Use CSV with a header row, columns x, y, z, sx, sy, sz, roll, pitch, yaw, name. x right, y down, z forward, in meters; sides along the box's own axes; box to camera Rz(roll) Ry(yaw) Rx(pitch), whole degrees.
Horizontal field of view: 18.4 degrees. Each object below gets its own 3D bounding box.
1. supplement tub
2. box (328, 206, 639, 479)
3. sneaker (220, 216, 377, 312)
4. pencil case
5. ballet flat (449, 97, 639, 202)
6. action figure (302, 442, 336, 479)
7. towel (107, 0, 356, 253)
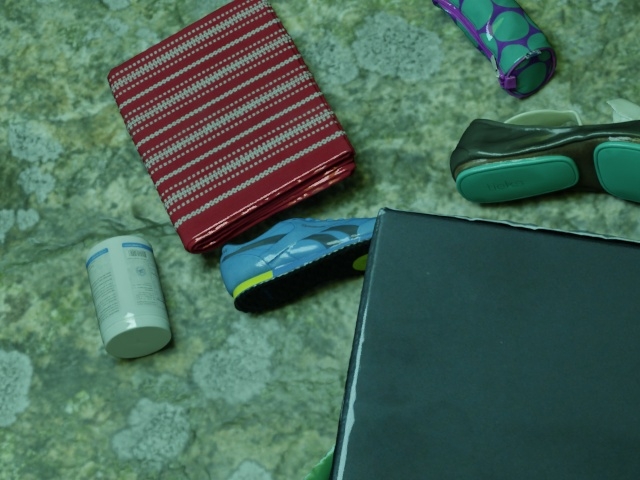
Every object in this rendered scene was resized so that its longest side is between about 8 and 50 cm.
x,y,z,sx,sy,sz,roll,pitch,yaw,name
-0.192,0.056,1.968,0.071,0.071,0.107,-17,62,5,supplement tub
0.134,0.315,1.458,0.297,0.472,0.480,9,53,1,box
0.000,0.000,1.948,0.209,0.069,0.082,-19,58,5,sneaker
0.175,-0.219,2.010,0.070,0.064,0.152,-21,58,-25,pencil case
0.264,-0.092,1.915,0.280,0.095,0.096,2,54,15,ballet flat
0.077,0.175,1.852,0.137,0.063,0.232,24,69,26,action figure
-0.095,-0.125,2.036,0.199,0.031,0.275,-29,52,1,towel
